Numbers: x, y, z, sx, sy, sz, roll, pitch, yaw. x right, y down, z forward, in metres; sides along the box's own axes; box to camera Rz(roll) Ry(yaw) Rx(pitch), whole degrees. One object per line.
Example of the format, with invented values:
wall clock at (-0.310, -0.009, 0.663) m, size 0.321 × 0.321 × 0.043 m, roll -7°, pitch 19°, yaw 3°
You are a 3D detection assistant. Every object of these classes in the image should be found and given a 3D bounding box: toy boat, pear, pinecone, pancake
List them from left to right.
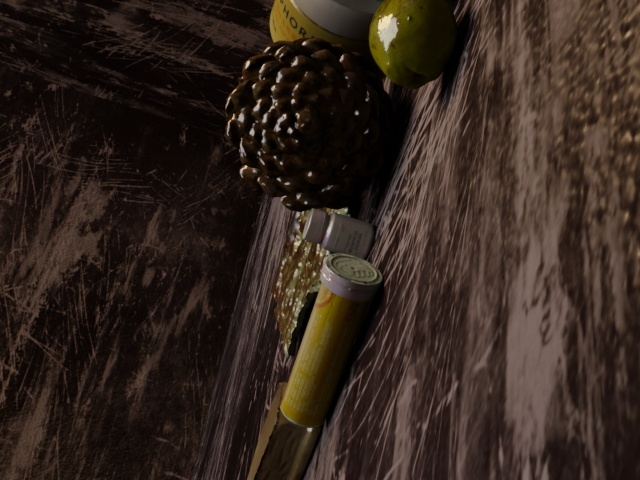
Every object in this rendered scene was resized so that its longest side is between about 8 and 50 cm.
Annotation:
toy boat at (-0.054, 0.286, 1.321) m, size 0.116 × 0.061 × 0.188 m, roll -88°, pitch 16°, yaw -63°
pinecone at (-0.002, -0.163, 1.370) m, size 0.257 × 0.243 × 0.243 m, roll 0°, pitch -69°, yaw -59°
pancake at (-0.001, -0.003, 1.671) m, size 0.304 × 0.067 × 0.426 m, roll -95°, pitch 23°, yaw -52°
pear at (0.110, -0.243, 1.146) m, size 0.107 × 0.107 × 0.131 m, roll 123°, pitch 153°, yaw -65°

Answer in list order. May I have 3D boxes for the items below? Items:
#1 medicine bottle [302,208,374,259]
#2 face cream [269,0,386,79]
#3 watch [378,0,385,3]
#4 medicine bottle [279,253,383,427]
medicine bottle at (0.024, -0.009, 1.305) m, size 0.052 × 0.089 × 0.052 m, roll -163°, pitch 90°, yaw -83°
face cream at (0.045, -0.366, 1.467) m, size 0.179 × 0.218 × 0.218 m, roll 117°, pitch 167°, yaw -59°
watch at (0.113, -0.417, 1.265) m, size 0.253 × 0.162 × 0.241 m, roll -72°, pitch 7°, yaw -50°
medicine bottle at (0.009, 0.127, 1.195) m, size 0.074 × 0.074 × 0.218 m, roll -89°, pitch 16°, yaw -65°
